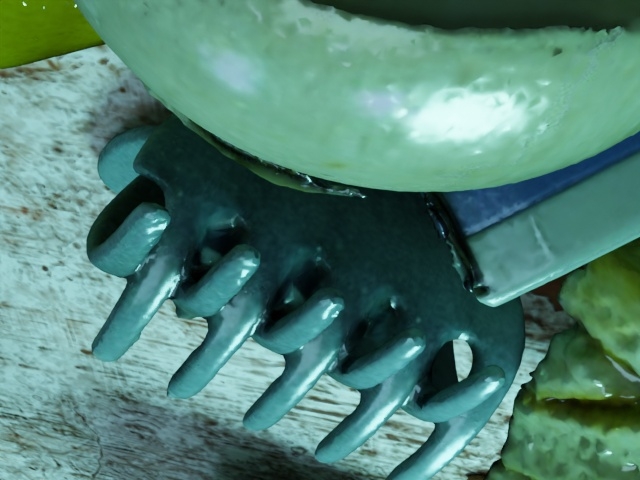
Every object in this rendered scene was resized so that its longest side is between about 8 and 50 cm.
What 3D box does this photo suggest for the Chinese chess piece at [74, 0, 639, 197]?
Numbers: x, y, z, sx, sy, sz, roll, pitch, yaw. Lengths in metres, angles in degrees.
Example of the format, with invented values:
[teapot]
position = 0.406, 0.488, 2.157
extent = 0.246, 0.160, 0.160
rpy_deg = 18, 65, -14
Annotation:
[Chinese chess piece]
position = 0.041, -0.189, 0.526
extent = 0.349, 0.349, 0.146
rpy_deg = 19, 156, 0

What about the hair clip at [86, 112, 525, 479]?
[hair clip]
position = 0.000, 0.000, 0.849
extent = 0.318, 0.238, 0.392
rpy_deg = 29, 139, -16

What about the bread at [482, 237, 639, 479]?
[bread]
position = 0.283, 0.185, 0.835
extent = 0.264, 0.239, 0.395
rpy_deg = 46, 135, 33

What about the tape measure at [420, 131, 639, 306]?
[tape measure]
position = 0.217, -0.089, 0.654
extent = 0.351, 0.215, 0.097
rpy_deg = -25, 97, 8

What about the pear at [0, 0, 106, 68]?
[pear]
position = -0.255, -0.225, 0.721
extent = 0.387, 0.191, 0.340
rpy_deg = 19, 141, 1

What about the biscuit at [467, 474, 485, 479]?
[biscuit]
position = 0.187, 0.270, 1.252
extent = 0.078, 0.015, 0.091
rpy_deg = 31, 139, -15
